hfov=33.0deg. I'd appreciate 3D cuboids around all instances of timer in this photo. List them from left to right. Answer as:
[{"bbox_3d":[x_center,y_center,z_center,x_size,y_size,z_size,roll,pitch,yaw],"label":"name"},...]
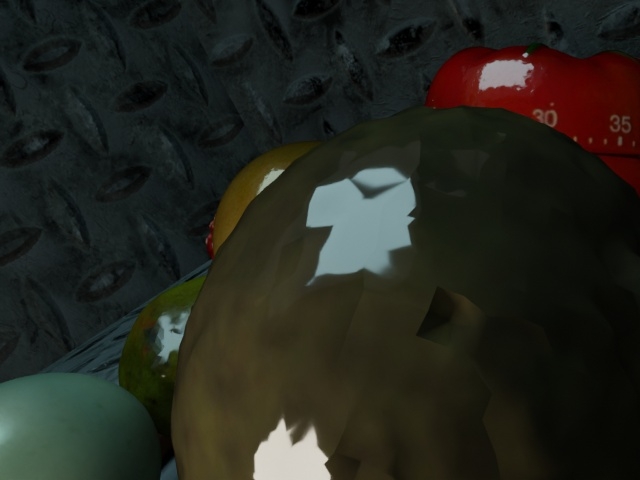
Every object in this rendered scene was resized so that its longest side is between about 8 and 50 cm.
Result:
[{"bbox_3d":[0.330,-0.134,1.546,0.378,0.279,0.378,4,2,0],"label":"timer"}]

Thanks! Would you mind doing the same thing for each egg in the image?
[{"bbox_3d":[-0.355,0.309,1.257,0.389,0.276,0.276,-34,10,-36],"label":"egg"},{"bbox_3d":[0.000,0.000,1.378,0.250,0.250,0.322,-25,-10,20],"label":"egg"}]

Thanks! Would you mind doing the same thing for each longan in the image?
[{"bbox_3d":[0.089,0.108,0.739,0.391,0.391,0.391,-28,8,4],"label":"longan"}]

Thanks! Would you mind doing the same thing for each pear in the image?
[{"bbox_3d":[-0.141,0.169,1.509,0.269,0.269,0.321,-26,6,17],"label":"pear"}]

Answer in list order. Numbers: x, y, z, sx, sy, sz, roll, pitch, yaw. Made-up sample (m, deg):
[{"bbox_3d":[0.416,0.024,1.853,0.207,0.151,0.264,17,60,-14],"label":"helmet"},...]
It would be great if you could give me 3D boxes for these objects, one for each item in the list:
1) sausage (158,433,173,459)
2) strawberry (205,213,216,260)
[{"bbox_3d":[-0.270,0.315,1.666,0.077,0.077,0.194,-24,9,25],"label":"sausage"},{"bbox_3d":[-0.005,0.055,1.770,0.295,0.317,0.345,-31,34,-21],"label":"strawberry"}]
